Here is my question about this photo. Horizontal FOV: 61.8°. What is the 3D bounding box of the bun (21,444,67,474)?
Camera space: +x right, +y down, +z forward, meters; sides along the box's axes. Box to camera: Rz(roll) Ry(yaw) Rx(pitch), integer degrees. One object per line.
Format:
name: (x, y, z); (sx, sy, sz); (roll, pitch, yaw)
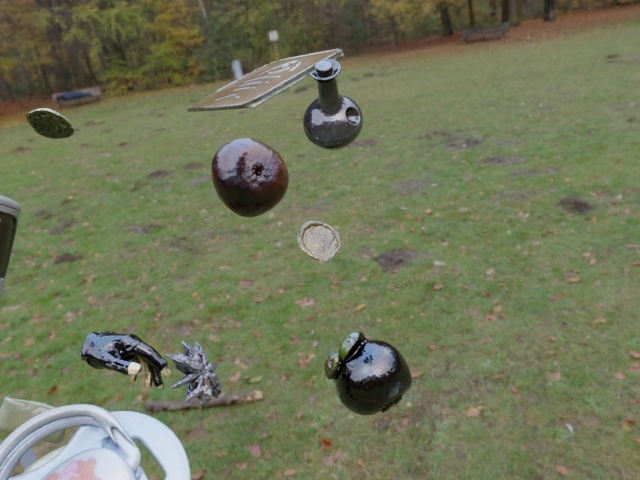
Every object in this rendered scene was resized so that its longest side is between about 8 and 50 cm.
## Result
bun: (-0.614, 0.697, 1.360); (0.365, 0.366, 0.219); (-25, -2, -36)

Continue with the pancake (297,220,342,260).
pancake: (0.000, 0.001, 1.239); (0.114, 0.115, 0.011); (-22, -19, -31)

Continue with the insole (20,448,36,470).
insole: (-0.869, 0.676, 1.605); (0.045, 0.002, 0.135); (-34, 59, -17)

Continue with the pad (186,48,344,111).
pad: (-0.126, -0.351, 1.176); (0.284, 0.018, 0.286); (-39, 32, -27)

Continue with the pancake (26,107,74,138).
pancake: (-0.654, -0.282, 1.295); (0.107, 0.108, 0.017); (-7, 59, 5)

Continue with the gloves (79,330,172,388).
gloves: (-0.617, 0.379, 1.714); (0.300, 0.152, 0.197); (31, -2, 1)

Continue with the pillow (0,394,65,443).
pillow: (-0.848, 0.535, 1.589); (0.208, 0.119, 0.053); (24, 8, -23)

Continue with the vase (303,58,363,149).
vase: (0.018, -0.260, 1.024); (0.120, 0.183, 0.120); (-5, 55, 7)

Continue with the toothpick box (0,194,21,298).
toothpick box: (-0.870, 0.041, 1.284); (0.228, 0.317, 0.229); (6, -9, 1)

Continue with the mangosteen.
mangosteen: (0.131, 0.376, 1.514); (0.242, 0.243, 0.243); (-8, 20, 3)

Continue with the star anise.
star anise: (-0.322, 0.345, 1.412); (0.061, 0.205, 0.181); (-24, 18, 18)

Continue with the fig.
fig: (-0.214, -0.183, 1.586); (0.214, 0.235, 0.235); (3, 23, 39)

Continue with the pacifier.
pacifier: (-0.342, 0.392, 0.784); (0.299, 0.233, 0.244); (-35, 65, -29)
